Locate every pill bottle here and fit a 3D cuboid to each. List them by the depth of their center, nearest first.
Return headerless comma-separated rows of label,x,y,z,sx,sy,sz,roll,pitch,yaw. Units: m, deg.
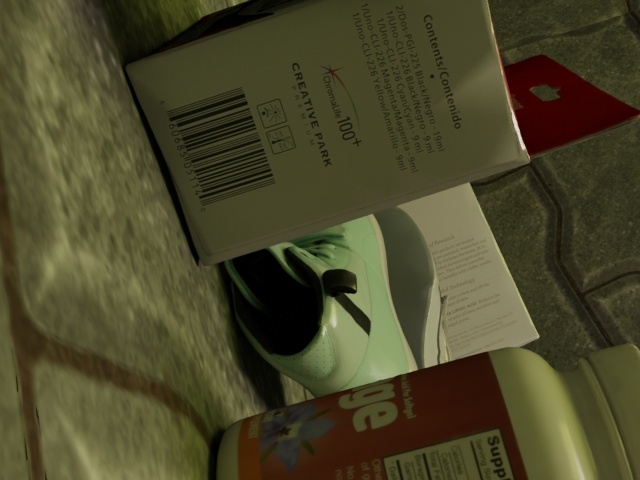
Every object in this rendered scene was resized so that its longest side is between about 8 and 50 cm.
pill bottle,0.066,0.124,0.483,0.121,0.216,0.121,-16,90,-84

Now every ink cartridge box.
ink cartridge box,0.041,-0.126,0.667,0.309,0.272,0.130,-89,161,-72

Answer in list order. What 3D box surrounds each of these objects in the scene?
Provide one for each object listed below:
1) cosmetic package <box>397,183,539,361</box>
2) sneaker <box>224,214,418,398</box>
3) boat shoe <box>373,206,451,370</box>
cosmetic package,0.163,0.020,1.477,0.217,0.156,0.385,117,-49,-70
sneaker,-0.015,0.004,0.683,0.151,0.094,0.256,44,17,-48
boat shoe,0.092,0.146,1.048,0.156,0.136,0.367,62,16,-61
